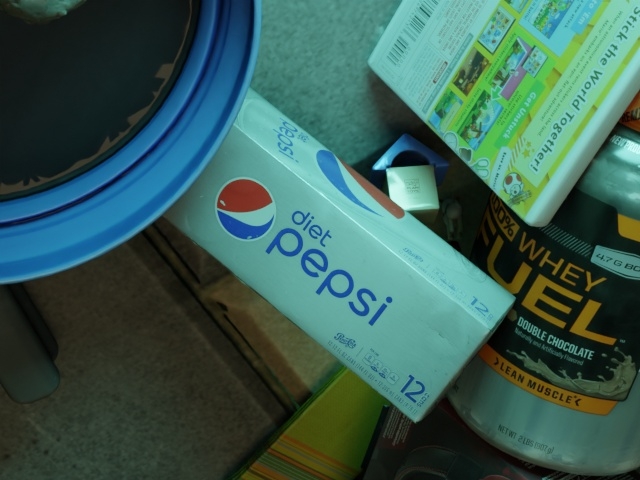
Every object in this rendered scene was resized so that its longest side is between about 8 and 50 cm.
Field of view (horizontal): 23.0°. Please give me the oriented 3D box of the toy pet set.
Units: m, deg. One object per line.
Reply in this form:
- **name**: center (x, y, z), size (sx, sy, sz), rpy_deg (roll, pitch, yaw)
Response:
- **toy pet set**: center (0.058, -0.034, 1.279), size (0.122, 0.065, 0.114), rpy_deg (-5, 158, -6)

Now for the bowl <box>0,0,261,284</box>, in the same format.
- **bowl**: center (-0.235, -0.152, 1.023), size (0.391, 0.077, 0.391), rpy_deg (-6, 122, -10)

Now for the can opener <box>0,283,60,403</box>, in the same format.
- **can opener**: center (-0.254, 0.001, 1.208), size (0.095, 0.076, 0.283), rpy_deg (-22, 126, 3)

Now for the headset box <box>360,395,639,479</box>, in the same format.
- **headset box**: center (0.149, 0.251, 1.341), size (0.110, 0.293, 0.218), rpy_deg (-14, 132, -44)

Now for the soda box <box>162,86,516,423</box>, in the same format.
- **soda box**: center (0.000, 0.000, 1.168), size (0.286, 0.091, 0.098), rpy_deg (38, 112, 7)

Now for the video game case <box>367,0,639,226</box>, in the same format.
- **video game case**: center (0.151, -0.160, 1.121), size (0.026, 0.206, 0.227), rpy_deg (4, 126, -47)

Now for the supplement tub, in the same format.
- **supplement tub**: center (0.229, 0.000, 1.228), size (0.207, 0.207, 0.338), rpy_deg (4, 124, -15)

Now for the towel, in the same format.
- **towel**: center (0.021, 0.166, 1.414), size (0.102, 0.021, 0.237), rpy_deg (31, 111, -34)

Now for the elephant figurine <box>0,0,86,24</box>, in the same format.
- **elephant figurine**: center (-0.115, -0.247, 0.857), size (0.239, 0.186, 0.169), rpy_deg (-32, 117, 12)
